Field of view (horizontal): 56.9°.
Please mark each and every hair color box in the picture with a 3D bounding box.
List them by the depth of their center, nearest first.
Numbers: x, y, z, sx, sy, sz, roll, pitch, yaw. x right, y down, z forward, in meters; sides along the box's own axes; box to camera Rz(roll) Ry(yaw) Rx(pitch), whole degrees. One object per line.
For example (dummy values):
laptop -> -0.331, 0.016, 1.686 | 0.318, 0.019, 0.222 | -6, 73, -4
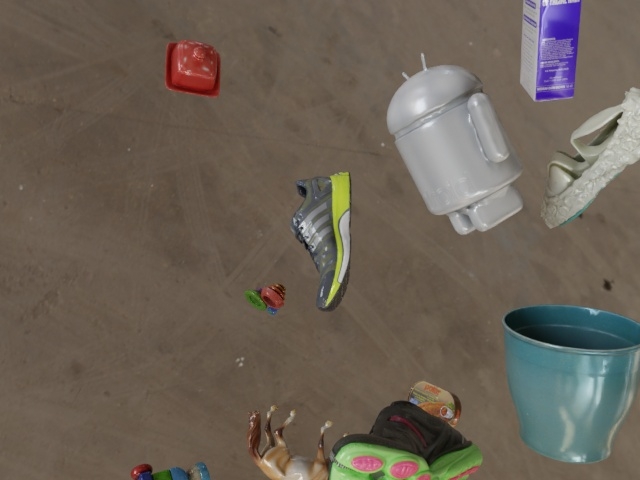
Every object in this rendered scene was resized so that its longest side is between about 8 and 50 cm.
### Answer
hair color box -> 0.585, -0.549, 1.508 | 0.110, 0.339, 0.185 | -5, 29, 8

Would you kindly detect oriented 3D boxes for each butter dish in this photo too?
butter dish -> -0.354, -0.508, 1.684 | 0.160, 0.118, 0.160 | 5, 72, -22

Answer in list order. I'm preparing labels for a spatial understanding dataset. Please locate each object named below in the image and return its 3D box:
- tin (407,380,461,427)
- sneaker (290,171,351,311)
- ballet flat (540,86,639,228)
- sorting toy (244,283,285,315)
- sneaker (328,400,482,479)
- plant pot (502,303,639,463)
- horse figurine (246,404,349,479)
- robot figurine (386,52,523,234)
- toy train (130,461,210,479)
tin -> 0.314, 0.455, 1.636 | 0.040, 0.189, 0.106 | 18, 86, -29
sneaker -> 0.000, 0.000, 1.167 | 0.121, 0.111, 0.300 | 1, 60, 2
ballet flat -> 0.579, -0.180, 1.274 | 0.146, 0.409, 0.147 | 10, 57, -15
sorting toy -> -0.092, 0.101, 1.080 | 0.042, 0.102, 0.061 | -50, 115, -30
sneaker -> 0.154, 0.446, 1.228 | 0.482, 0.185, 0.202 | 23, 16, -51
plant pot -> 0.505, 0.291, 1.196 | 0.271, 0.271, 0.256 | -10, 104, -37
horse figurine -> -0.047, 0.444, 1.219 | 0.263, 0.066, 0.175 | 23, 57, -7
robot figurine -> 0.260, -0.190, 1.163 | 0.199, 0.300, 0.354 | -29, 93, -21
toy train -> -0.322, 0.537, 1.219 | 0.143, 0.248, 0.105 | -5, 53, -31
